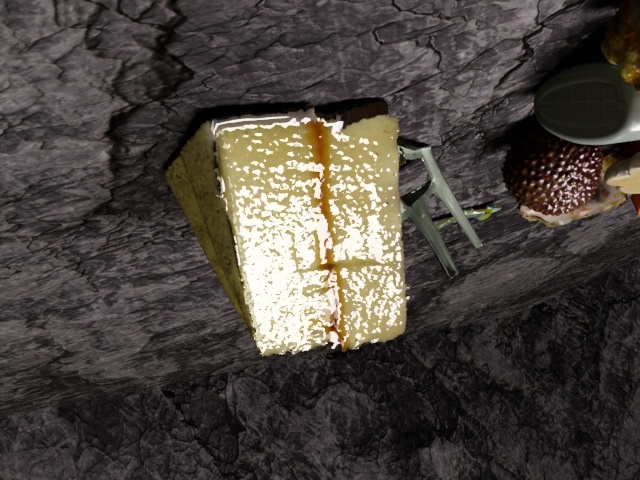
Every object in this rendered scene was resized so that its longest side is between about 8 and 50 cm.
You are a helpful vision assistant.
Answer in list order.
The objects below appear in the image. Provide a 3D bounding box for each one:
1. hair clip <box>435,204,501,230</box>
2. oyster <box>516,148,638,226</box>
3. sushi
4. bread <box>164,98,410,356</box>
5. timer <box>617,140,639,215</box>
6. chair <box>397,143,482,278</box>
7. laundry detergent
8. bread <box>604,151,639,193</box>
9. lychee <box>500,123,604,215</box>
[{"bbox_3d":[0.322,-0.049,2.203,0.188,0.033,0.060,-18,168,-14],"label":"hair clip"},{"bbox_3d":[0.564,-0.118,2.079,0.221,0.096,0.361,14,158,-1],"label":"oyster"},{"bbox_3d":[0.523,-0.251,1.285,0.184,0.274,0.139,-44,167,-26],"label":"sushi"},{"bbox_3d":[0.000,0.000,1.418,0.345,0.405,0.242,-24,-179,-35],"label":"bread"},{"bbox_3d":[0.790,-0.196,2.025,0.257,0.161,0.250,-12,154,-23],"label":"timer"},{"bbox_3d":[0.126,-0.048,1.665,0.203,0.275,0.190,-27,-173,24],"label":"chair"},{"bbox_3d":[0.573,-0.230,1.540,0.397,0.125,0.264,-7,-173,-22],"label":"laundry detergent"},{"bbox_3d":[0.701,-0.138,1.820,0.315,0.054,0.316,-2,171,0],"label":"bread"},{"bbox_3d":[0.429,-0.137,1.749,0.188,0.188,0.188,-18,165,-5],"label":"lychee"}]
